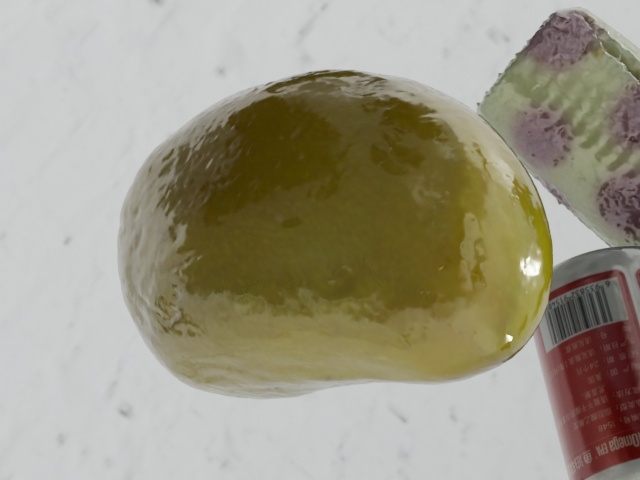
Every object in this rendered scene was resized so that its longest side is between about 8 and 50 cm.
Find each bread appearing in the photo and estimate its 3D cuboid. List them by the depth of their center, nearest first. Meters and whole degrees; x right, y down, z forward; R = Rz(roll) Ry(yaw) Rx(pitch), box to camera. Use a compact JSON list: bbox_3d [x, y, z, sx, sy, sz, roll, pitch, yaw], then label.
[{"bbox_3d":[0.307,-0.061,1.373,0.155,0.338,0.187,-51,172,12],"label":"bread"}]

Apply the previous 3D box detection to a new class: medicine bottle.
[{"bbox_3d":[0.253,0.138,1.216,0.131,0.131,0.250,-33,-123,40],"label":"medicine bottle"}]

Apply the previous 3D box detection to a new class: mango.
[{"bbox_3d":[0.000,-0.007,0.855,0.332,0.142,0.195,-8,-119,48],"label":"mango"}]
